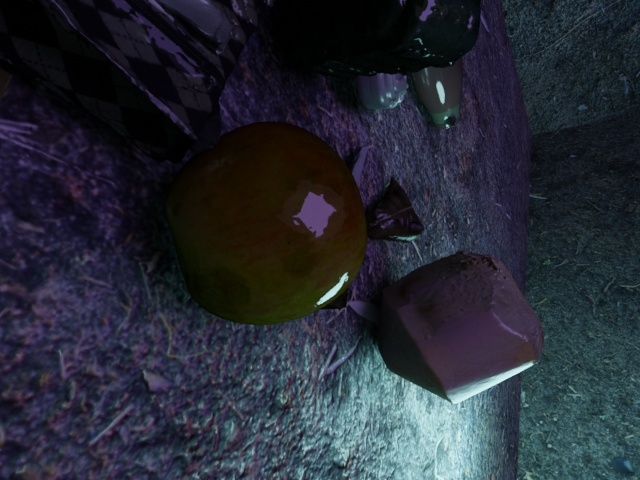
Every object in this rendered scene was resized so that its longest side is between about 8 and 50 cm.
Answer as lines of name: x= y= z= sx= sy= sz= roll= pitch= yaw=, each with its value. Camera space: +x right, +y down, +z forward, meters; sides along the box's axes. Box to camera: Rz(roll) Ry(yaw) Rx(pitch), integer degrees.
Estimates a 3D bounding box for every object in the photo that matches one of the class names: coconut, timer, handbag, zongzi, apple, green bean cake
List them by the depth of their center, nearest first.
handbag: x=-0.163 y=-0.315 z=0.406 sx=0.316 sy=0.180 sz=0.416 roll=42 pitch=57 yaw=-33
apple: x=-0.071 y=-0.016 z=0.499 sx=0.226 sy=0.246 sz=0.246 roll=-29 pitch=112 yaw=-20
green bean cake: x=0.077 y=-0.415 z=0.593 sx=0.169 sy=0.300 sz=0.308 roll=-9 pitch=107 yaw=-40
timer: x=0.134 y=-0.407 z=0.858 sx=0.262 sy=0.086 sz=0.237 roll=-43 pitch=128 yaw=-65
coconut: x=0.272 y=0.186 z=0.867 sx=0.298 sy=0.309 sz=0.297 roll=63 pitch=4 yaw=-9
zongzi: x=0.135 y=-0.084 z=0.911 sx=0.188 sy=0.081 sz=0.178 roll=5 pitch=60 yaw=-40

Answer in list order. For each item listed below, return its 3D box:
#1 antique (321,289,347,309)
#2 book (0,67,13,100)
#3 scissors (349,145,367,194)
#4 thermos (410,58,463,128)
antique: x=0.000 y=0.000 z=0.674 sx=0.081 sy=0.080 sz=0.221 roll=19 pitch=69 yaw=-37
book: x=-0.313 y=-0.113 z=0.256 sx=0.168 sy=0.013 sz=0.192 roll=38 pitch=31 yaw=-46
scissors: x=0.059 y=-0.090 z=0.817 sx=0.118 sy=0.030 sz=0.242 roll=40 pitch=58 yaw=-44
thermos: x=0.347 y=-0.465 z=1.183 sx=0.265 sy=0.145 sz=0.177 roll=57 pitch=19 yaw=-45
